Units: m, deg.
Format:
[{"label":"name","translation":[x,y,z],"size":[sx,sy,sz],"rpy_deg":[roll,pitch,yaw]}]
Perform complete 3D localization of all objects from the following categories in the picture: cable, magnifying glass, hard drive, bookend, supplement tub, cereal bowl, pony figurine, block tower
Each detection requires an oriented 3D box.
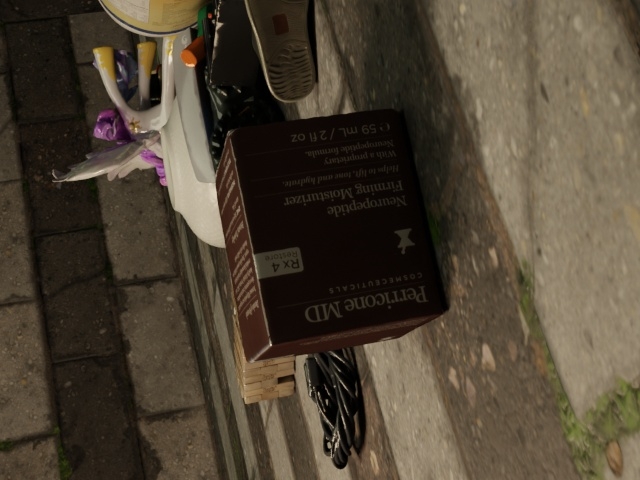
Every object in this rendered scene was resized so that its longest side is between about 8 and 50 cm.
[{"label":"cable","translation":[0.022,0.210,1.376],"size":[0.150,0.047,0.184],"rpy_deg":[151,112,-72]},{"label":"magnifying glass","translation":[-0.178,-0.323,1.667],"size":[0.092,0.026,0.231],"rpy_deg":[54,-155,-15]},{"label":"hard drive","translation":[-0.176,-0.216,1.733],"size":[0.172,0.054,0.254],"rpy_deg":[-7,-94,-68]},{"label":"bookend","translation":[-0.129,-0.338,1.546],"size":[0.157,0.072,0.156],"rpy_deg":[105,161,-47]},{"label":"supplement tub","translation":[-0.258,-0.483,1.681],"size":[0.316,0.228,0.228],"rpy_deg":[139,121,-75]},{"label":"cereal bowl","translation":[-0.220,-0.144,1.967],"size":[0.339,0.141,0.339],"rpy_deg":[170,90,-79]},{"label":"pony figurine","translation":[-0.377,-0.242,2.239],"size":[0.303,0.351,0.363],"rpy_deg":[-26,-72,-66]},{"label":"block tower","translation":[-0.095,0.130,1.716],"size":[0.091,0.097,0.335],"rpy_deg":[-113,17,-47]}]

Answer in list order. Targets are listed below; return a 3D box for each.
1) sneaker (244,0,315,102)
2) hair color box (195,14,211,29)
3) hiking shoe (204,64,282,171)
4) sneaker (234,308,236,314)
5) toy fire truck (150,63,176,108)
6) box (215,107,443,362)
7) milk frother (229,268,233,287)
[{"label":"sneaker","translation":[-0.061,-0.290,1.276],"size":[0.118,0.083,0.222],"rpy_deg":[-120,23,-60]},{"label":"hair color box","translation":[-0.214,-0.406,1.950],"size":[0.167,0.053,0.093],"rpy_deg":[92,163,-46]},{"label":"hiking shoe","translation":[-0.107,-0.149,1.577],"size":[0.132,0.113,0.304],"rpy_deg":[80,-179,-45]},{"label":"sneaker","translation":[-0.117,0.090,1.832],"size":[0.077,0.072,0.178],"rpy_deg":[126,134,-70]},{"label":"toy fire truck","translation":[-0.359,-0.326,2.487],"size":[0.246,0.158,0.217],"rpy_deg":[-98,4,-67]},{"label":"box","translation":[0.000,0.000,1.012],"size":[0.167,0.168,0.203],"rpy_deg":[130,129,-73]},{"label":"milk frother","translation":[-0.053,0.005,1.334],"size":[0.143,0.135,0.129],"rpy_deg":[-147,49,-73]}]
